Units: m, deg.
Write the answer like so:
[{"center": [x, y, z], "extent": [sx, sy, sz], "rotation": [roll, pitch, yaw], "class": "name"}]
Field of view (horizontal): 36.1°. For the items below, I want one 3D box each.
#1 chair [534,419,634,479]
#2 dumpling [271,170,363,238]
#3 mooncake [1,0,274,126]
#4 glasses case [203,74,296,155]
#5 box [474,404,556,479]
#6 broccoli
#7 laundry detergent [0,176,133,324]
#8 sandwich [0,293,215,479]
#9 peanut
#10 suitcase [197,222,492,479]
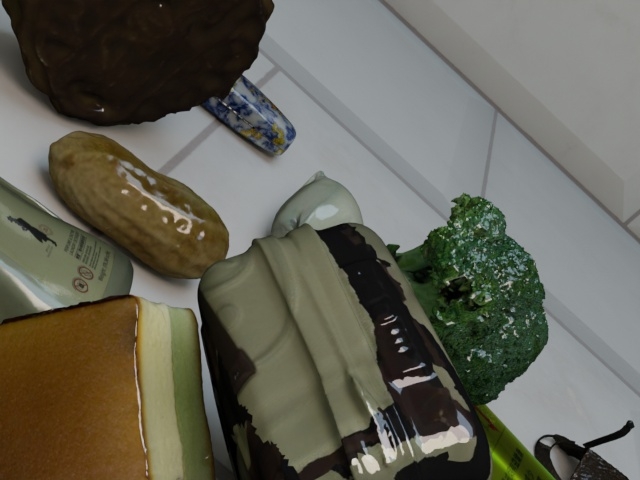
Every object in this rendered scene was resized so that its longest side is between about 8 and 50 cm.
[{"center": [0.393, 0.347, 1.396], "extent": [0.174, 0.149, 0.213], "rotation": [39, -17, -6], "class": "chair"}, {"center": [0.000, 0.000, 1.319], "extent": [0.229, 0.124, 0.151], "rotation": [-55, 135, -60], "class": "dumpling"}, {"center": [-0.217, -0.292, 1.168], "extent": [0.324, 0.324, 0.187], "rotation": [17, 38, -45], "class": "mooncake"}, {"center": [-0.141, -0.223, 1.486], "extent": [0.248, 0.065, 0.087], "rotation": [37, 23, -13], "class": "glasses case"}, {"center": [0.179, 0.250, 1.266], "extent": [0.311, 0.043, 0.173], "rotation": [47, 25, 5], "class": "box"}, {"center": [0.147, 0.070, 1.191], "extent": [0.270, 0.270, 0.270], "rotation": [18, 19, 16], "class": "broccoli"}, {"center": [-0.293, 0.001, 0.871], "extent": [0.253, 0.091, 0.181], "rotation": [36, 24, -17], "class": "laundry detergent"}, {"center": [-0.198, 0.151, 0.723], "extent": [0.108, 0.220, 0.186], "rotation": [29, 51, -66], "class": "sandwich"}, {"center": [-0.200, -0.038, 1.078], "extent": [0.226, 0.095, 0.108], "rotation": [34, 11, -13], "class": "peanut"}, {"center": [0.014, 0.149, 0.826], "extent": [0.193, 0.352, 0.339], "rotation": [-17, 50, -11], "class": "suitcase"}]
